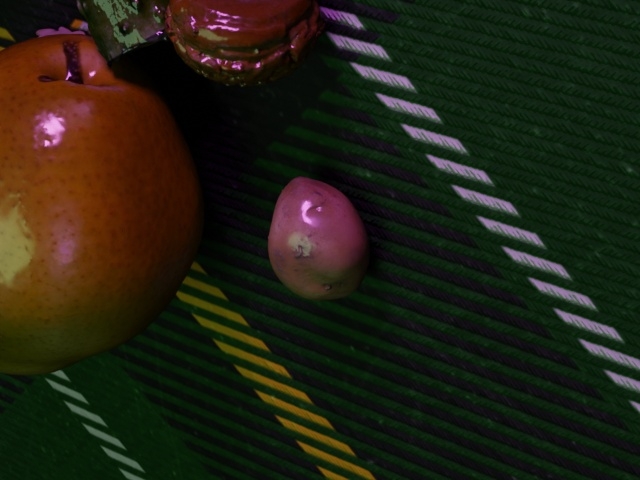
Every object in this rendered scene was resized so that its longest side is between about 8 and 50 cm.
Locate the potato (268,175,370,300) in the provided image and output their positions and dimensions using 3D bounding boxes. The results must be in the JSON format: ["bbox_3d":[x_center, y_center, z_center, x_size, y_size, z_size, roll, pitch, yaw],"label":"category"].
[{"bbox_3d":[0.001,0.001,2.142,0.112,0.112,0.147,14,137,39],"label":"potato"}]

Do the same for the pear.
[{"bbox_3d":[-0.312,-0.034,2.225,0.362,0.362,0.418,37,133,18],"label":"pear"}]

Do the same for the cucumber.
[{"bbox_3d":[-0.225,-0.319,2.105,0.134,0.134,0.244,-25,97,52],"label":"cucumber"}]

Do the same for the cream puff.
[{"bbox_3d":[-0.080,-0.220,2.002,0.165,0.150,0.115,14,129,8],"label":"cream puff"}]

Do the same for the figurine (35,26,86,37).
[{"bbox_3d":[-0.308,-0.225,2.327,0.083,0.047,0.051,8,141,33],"label":"figurine"}]
